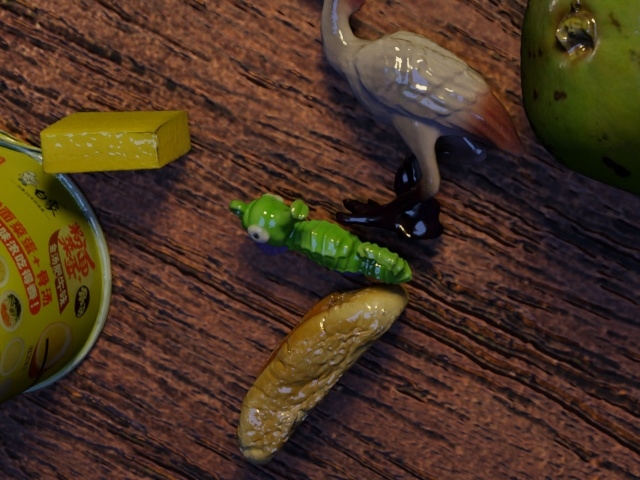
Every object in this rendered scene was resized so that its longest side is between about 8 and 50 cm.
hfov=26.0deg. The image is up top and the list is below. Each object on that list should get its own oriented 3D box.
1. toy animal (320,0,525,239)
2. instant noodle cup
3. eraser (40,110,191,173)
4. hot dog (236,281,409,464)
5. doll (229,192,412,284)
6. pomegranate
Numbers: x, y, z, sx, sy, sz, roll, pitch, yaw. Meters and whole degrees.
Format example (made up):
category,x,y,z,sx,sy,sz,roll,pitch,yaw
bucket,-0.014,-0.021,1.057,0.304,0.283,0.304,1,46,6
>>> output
category,x,y,z,sx,sy,sz,roll,pitch,yaw
toy animal,0.064,-0.149,1.275,0.195,0.090,0.324,-17,102,24
instant noodle cup,-0.386,0.053,1.380,0.311,0.221,0.311,4,107,12
eraser,-0.199,-0.097,1.354,0.122,0.097,0.045,0,106,13
hot dog,-0.009,0.122,1.380,0.073,0.084,0.242,39,113,-1
doll,0.000,0.000,1.328,0.190,0.115,0.050,21,77,8
pomegranate,0.296,-0.150,1.145,0.270,0.254,0.254,14,116,-34
